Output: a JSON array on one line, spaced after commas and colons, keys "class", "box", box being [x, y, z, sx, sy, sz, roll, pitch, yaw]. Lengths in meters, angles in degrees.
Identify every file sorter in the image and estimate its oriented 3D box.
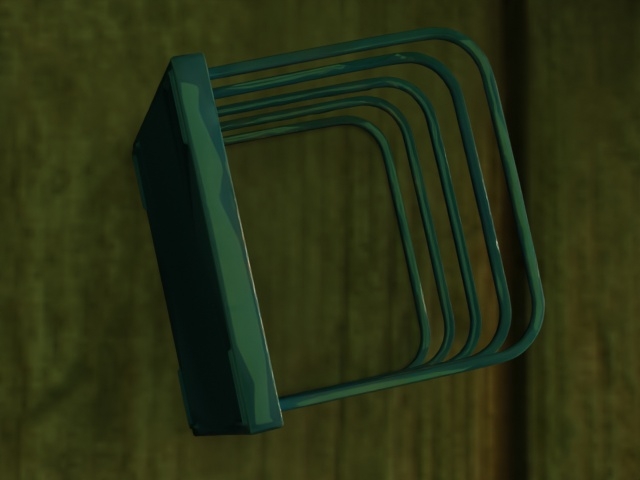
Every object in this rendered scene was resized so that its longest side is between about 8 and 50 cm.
[{"class": "file sorter", "box": [0.000, 0.000, 0.640, 0.104, 0.170, 0.118, -12, 86, -11]}]
